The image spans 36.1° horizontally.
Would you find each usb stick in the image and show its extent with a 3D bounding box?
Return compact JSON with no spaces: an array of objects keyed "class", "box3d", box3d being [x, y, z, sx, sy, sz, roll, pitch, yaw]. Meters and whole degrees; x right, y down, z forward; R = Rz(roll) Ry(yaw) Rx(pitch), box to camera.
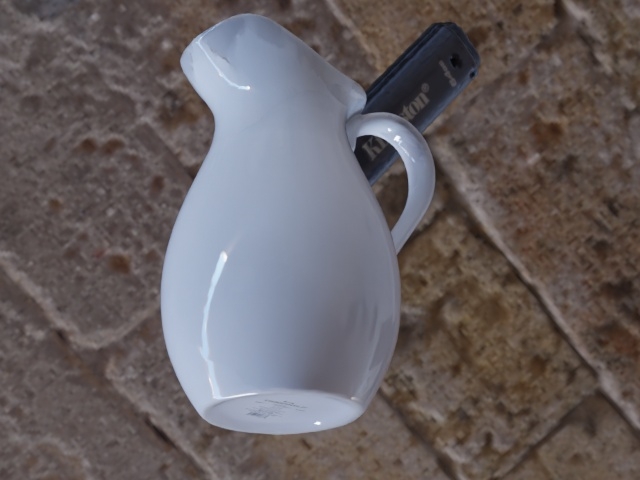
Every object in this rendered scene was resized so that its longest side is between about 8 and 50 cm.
[{"class":"usb stick","box3d":[0.060,-0.114,1.001,0.077,0.278,0.045,48,162,-16]}]

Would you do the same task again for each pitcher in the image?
[{"class":"pitcher","box3d":[0.000,0.000,0.549,0.178,0.125,0.207,15,-120,-31]}]
